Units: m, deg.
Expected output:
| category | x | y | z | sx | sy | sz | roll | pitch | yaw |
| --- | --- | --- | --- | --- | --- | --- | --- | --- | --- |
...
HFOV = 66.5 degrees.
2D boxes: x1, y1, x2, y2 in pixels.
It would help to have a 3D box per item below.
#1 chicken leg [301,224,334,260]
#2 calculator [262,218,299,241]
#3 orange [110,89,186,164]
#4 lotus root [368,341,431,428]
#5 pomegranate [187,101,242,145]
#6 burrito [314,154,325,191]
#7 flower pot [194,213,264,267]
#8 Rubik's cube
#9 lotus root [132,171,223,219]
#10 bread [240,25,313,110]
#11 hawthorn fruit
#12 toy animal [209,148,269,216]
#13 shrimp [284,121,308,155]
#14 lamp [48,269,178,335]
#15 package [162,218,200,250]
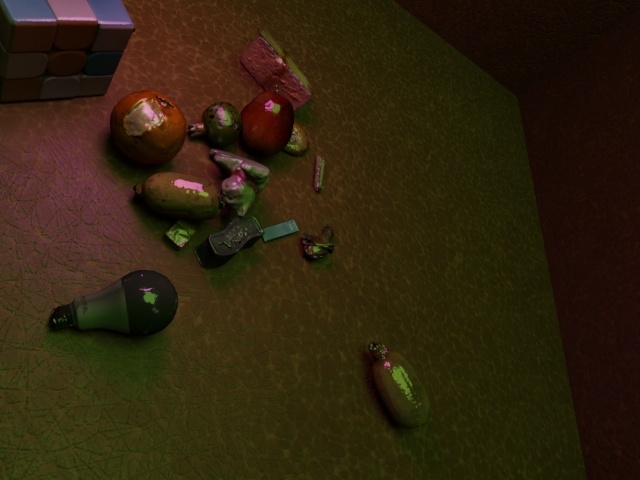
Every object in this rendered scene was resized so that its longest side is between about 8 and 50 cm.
| category | x | y | z | sx | sy | sz | roll | pitch | yaw |
| --- | --- | --- | --- | --- | --- | --- | --- | --- | --- |
| chicken leg | 0.005 | 0.006 | 1.909 | 0.196 | 0.080 | 0.125 | -24 | 69 | -44 |
| calculator | -0.155 | -0.039 | 1.846 | 0.172 | 0.018 | 0.057 | -20 | 78 | -43 |
| orange | -0.552 | -0.364 | 1.578 | 0.240 | 0.240 | 0.240 | 19 | 56 | -29 |
| lotus root | 0.283 | 0.519 | 1.782 | 0.169 | 0.151 | 0.342 | -22 | 83 | -44 |
| pomegranate | -0.387 | -0.428 | 1.802 | 0.205 | 0.159 | 0.159 | -19 | 77 | -17 |
| burrito | -0.006 | -0.288 | 2.092 | 0.045 | 0.041 | 0.185 | 67 | 24 | -53 |
| flower pot | -0.304 | 0.001 | 1.645 | 0.103 | 0.108 | 0.229 | 53 | 45 | 0 |
| Rubik's cube | -0.821 | -0.659 | 1.447 | 0.344 | 0.347 | 0.346 | -22 | 79 | -44 |
| lotus root | -0.450 | -0.143 | 1.562 | 0.284 | 0.160 | 0.146 | 5 | 67 | -9 |
| bread | -0.152 | -0.795 | 2.146 | 0.346 | 0.242 | 0.405 | 40 | 51 | -17 |
| hawthorn fruit | -0.203 | -0.472 | 1.892 | 0.224 | 0.260 | 0.224 | 20 | 26 | -10 |
| toy animal | -0.305 | -0.213 | 1.728 | 0.308 | 0.188 | 0.266 | 19 | 18 | 26 |
| shrimp | -0.166 | -0.468 | 2.058 | 0.287 | 0.063 | 0.152 | 38 | 59 | -17 |
| lamp | -0.552 | 0.165 | 1.335 | 0.314 | 0.182 | 0.182 | 7 | 60 | -15 |
| package | -0.446 | -0.033 | 1.594 | 0.071 | 0.047 | 0.131 | 42 | 49 | -7 |
